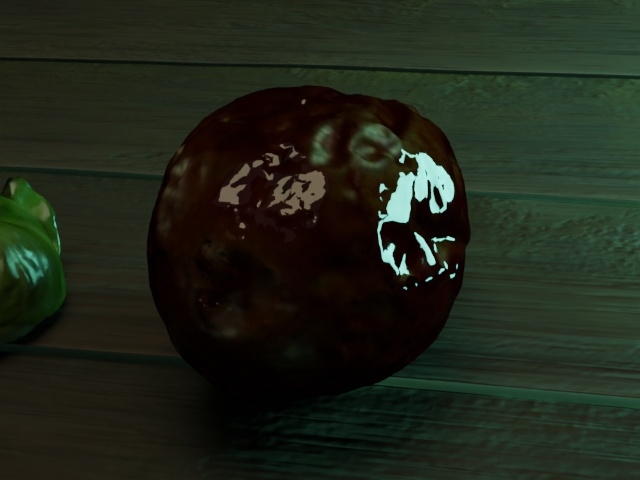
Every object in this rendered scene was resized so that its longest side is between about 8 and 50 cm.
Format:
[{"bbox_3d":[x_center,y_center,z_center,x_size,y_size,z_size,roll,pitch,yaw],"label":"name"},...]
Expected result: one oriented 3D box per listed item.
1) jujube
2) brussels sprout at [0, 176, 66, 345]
[{"bbox_3d":[0.000,0.000,0.848,0.197,0.197,0.290,4,13,15],"label":"jujube"},{"bbox_3d":[-0.247,0.017,0.950,0.139,0.101,0.181,17,15,1],"label":"brussels sprout"}]
